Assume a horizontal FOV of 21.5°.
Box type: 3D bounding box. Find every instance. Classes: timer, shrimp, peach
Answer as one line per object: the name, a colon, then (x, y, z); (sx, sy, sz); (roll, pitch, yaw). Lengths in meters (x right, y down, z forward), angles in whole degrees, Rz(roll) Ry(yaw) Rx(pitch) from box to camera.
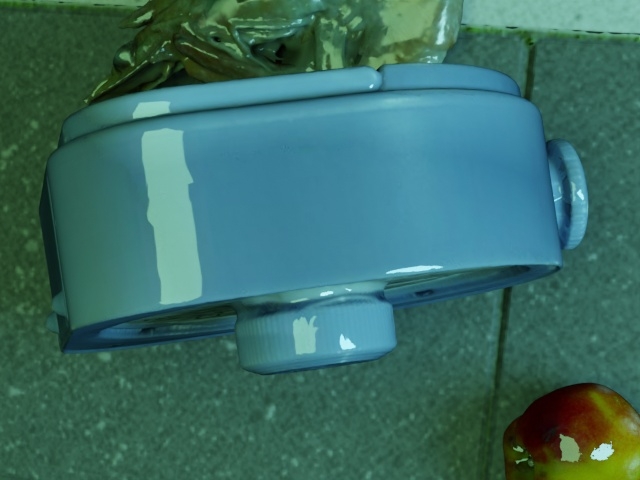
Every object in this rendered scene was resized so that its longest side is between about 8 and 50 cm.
timer: (0.000, 0.000, 1.149); (0.395, 0.395, 0.173); (-11, 83, 16)
shrimp: (-0.037, -0.151, 1.318); (0.317, 0.077, 0.168); (-24, 82, 12)
peach: (0.188, 0.154, 1.218); (0.101, 0.101, 0.100); (-1, 86, 17)
